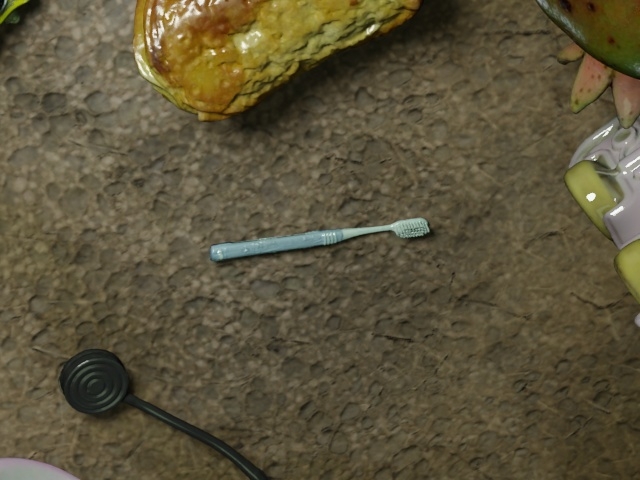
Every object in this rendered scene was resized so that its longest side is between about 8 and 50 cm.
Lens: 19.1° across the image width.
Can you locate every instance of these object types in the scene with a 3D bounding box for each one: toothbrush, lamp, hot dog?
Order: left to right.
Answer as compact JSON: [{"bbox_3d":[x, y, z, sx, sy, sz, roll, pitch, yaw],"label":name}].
[{"bbox_3d":[-0.097,0.230,1.933,0.130,0.108,0.371,-42,119,9],"label":"lamp"},{"bbox_3d":[-0.044,-0.216,1.688,0.259,0.114,0.175,-27,126,7],"label":"hot dog"},{"bbox_3d":[0.000,0.000,1.872,0.219,0.019,0.016,-7,126,-8],"label":"toothbrush"}]

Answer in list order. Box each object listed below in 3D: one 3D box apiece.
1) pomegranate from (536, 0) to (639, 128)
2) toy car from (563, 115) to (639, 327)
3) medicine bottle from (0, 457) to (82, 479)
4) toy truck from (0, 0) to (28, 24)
[{"bbox_3d":[0.313,-0.247,1.652,0.291,0.291,0.323,-20,133,0],"label":"pomegranate"},{"bbox_3d":[0.394,-0.009,1.765,0.242,0.336,0.226,-38,121,11],"label":"toy car"},{"bbox_3d":[-0.330,0.396,1.903,0.241,0.241,0.302,28,111,-24],"label":"medicine bottle"},{"bbox_3d":[-0.304,-0.198,1.671,0.111,0.076,0.077,-45,138,16],"label":"toy truck"}]
